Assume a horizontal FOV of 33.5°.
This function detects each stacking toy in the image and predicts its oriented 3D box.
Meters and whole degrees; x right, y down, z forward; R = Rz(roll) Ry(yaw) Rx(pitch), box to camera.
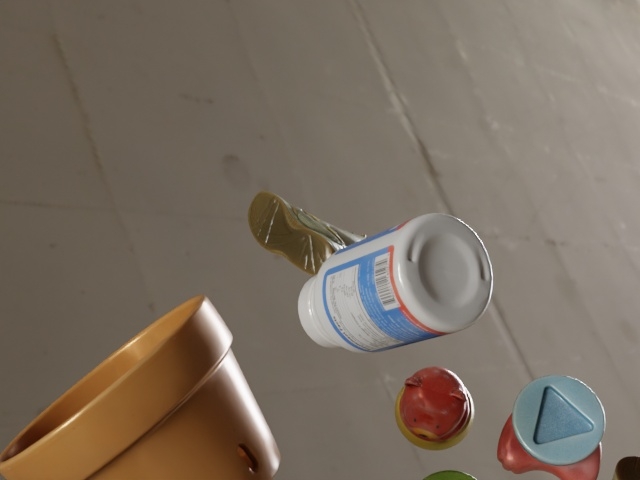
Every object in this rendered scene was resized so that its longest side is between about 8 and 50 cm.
[{"bbox_3d":[0.253,0.315,1.519,0.130,0.309,0.279,78,-163,-66],"label":"stacking toy"}]

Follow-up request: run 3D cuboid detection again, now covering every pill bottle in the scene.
[{"bbox_3d":[0.070,0.055,1.141,0.124,0.221,0.124,9,-107,-30],"label":"pill bottle"}]

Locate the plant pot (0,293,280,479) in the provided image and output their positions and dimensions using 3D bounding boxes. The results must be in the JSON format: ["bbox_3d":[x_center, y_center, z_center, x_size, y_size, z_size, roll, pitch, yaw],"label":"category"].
[{"bbox_3d":[-0.181,0.227,1.188,0.203,0.291,0.291,51,-146,-7],"label":"plant pot"}]

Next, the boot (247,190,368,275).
[{"bbox_3d":[0.000,0.000,1.616,0.165,0.077,0.213,12,-162,-45],"label":"boot"}]

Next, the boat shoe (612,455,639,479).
[{"bbox_3d":[0.508,0.472,1.629,0.104,0.089,0.285,4,-134,-2],"label":"boat shoe"}]
